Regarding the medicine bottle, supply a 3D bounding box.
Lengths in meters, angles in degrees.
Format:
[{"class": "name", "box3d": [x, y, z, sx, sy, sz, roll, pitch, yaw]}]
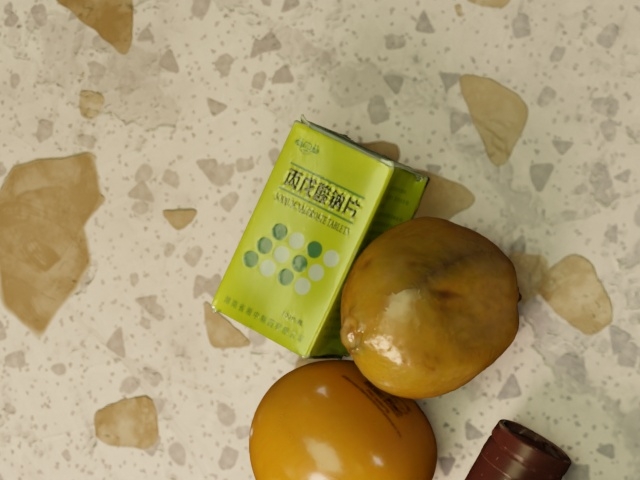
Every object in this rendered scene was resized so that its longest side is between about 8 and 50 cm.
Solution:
[{"class": "medicine bottle", "box3d": [0.000, 0.000, 1.840, 0.137, 0.141, 0.250, 27, 96, 22]}]

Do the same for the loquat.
[{"class": "loquat", "box3d": [0.122, 0.074, 1.759, 0.176, 0.234, 0.187, 28, 132, 46]}]

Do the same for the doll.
[{"class": "doll", "box3d": [0.005, 0.256, 1.800, 0.213, 0.213, 0.236, 44, 116, 17]}]

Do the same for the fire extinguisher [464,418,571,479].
[{"class": "fire extinguisher", "box3d": [0.168, 0.333, 1.779, 0.105, 0.105, 0.269, 32, 99, 19]}]
